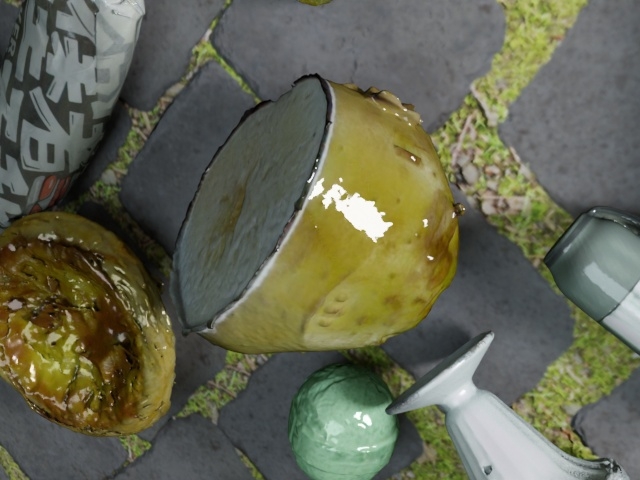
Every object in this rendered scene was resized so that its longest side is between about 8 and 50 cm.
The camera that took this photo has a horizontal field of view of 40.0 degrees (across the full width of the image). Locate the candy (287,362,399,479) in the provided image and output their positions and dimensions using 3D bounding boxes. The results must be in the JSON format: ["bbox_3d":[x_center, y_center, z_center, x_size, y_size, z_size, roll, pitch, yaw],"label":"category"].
[{"bbox_3d":[-0.003,0.327,0.978,0.119,0.119,0.440,21,118,20],"label":"candy"}]

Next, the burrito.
[{"bbox_3d":[-0.303,-0.145,0.971,0.139,0.101,0.445,42,123,11],"label":"burrito"}]

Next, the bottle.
[{"bbox_3d":[0.308,0.070,0.734,0.254,0.079,0.096,39,85,10],"label":"bottle"}]

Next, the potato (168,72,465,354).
[{"bbox_3d":[0.000,0.000,0.806,0.196,0.246,0.300,26,158,-24],"label":"potato"}]

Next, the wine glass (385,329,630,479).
[{"bbox_3d":[0.165,0.199,0.816,0.196,0.165,0.165,50,124,8],"label":"wine glass"}]

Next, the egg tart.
[{"bbox_3d":[-0.273,0.097,1.042,0.290,0.115,0.290,11,115,23],"label":"egg tart"}]

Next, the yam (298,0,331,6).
[{"bbox_3d":[-0.007,-0.280,0.772,0.070,0.070,0.146,13,114,24],"label":"yam"}]
